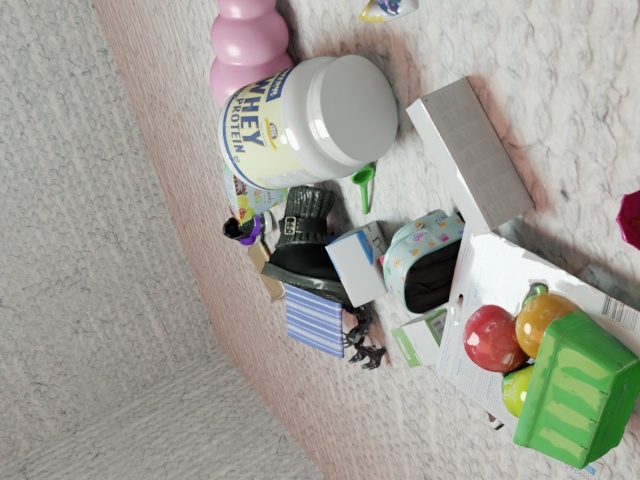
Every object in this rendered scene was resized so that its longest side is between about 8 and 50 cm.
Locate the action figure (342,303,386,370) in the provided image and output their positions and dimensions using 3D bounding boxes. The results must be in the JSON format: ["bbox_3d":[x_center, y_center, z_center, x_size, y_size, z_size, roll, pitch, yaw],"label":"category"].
[{"bbox_3d":[0.082,0.239,1.837,0.164,0.141,0.275,24,141,60],"label":"action figure"}]

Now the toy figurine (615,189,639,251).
[{"bbox_3d":[0.430,-0.024,0.776,0.159,0.130,0.173,51,136,50],"label":"toy figurine"}]

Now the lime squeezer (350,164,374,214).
[{"bbox_3d":[0.074,-0.176,1.461,0.110,0.059,0.310,27,140,56],"label":"lime squeezer"}]

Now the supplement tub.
[{"bbox_3d":[-0.030,-0.231,1.319,0.325,0.235,0.235,-5,112,49],"label":"supplement tub"}]

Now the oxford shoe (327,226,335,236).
[{"bbox_3d":[0.020,0.059,1.843,0.076,0.076,0.212,16,128,38],"label":"oxford shoe"}]

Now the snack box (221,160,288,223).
[{"bbox_3d":[-0.186,-0.171,1.905,0.070,0.174,0.207,45,153,31],"label":"snack box"}]

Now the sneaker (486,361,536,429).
[{"bbox_3d":[0.349,0.264,1.298,0.162,0.106,0.281,56,159,25],"label":"sneaker"}]

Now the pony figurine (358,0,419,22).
[{"bbox_3d":[0.071,-0.458,0.901,0.351,0.303,0.363,36,166,-24],"label":"pony figurine"}]

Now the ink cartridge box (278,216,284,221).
[{"bbox_3d":[-0.031,0.023,1.955,0.225,0.056,0.181,23,137,61],"label":"ink cartridge box"}]

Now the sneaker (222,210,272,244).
[{"bbox_3d":[-0.275,-0.043,2.279,0.293,0.146,0.102,149,110,-66],"label":"sneaker"}]

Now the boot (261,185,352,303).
[{"bbox_3d":[-0.004,-0.002,1.620,0.131,0.260,0.348,26,173,-41],"label":"boot"}]

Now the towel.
[{"bbox_3d":[-0.018,0.134,1.809,0.243,0.040,0.336,14,111,49],"label":"towel"}]

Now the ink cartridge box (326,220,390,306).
[{"bbox_3d":[0.103,0.046,1.483,0.148,0.086,0.203,63,-161,-2],"label":"ink cartridge box"}]

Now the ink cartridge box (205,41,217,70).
[{"bbox_3d":[-0.269,-0.492,1.870,0.135,0.056,0.099,58,158,10],"label":"ink cartridge box"}]

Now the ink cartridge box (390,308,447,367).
[{"bbox_3d":[0.250,0.233,1.543,0.109,0.062,0.209,61,159,5],"label":"ink cartridge box"}]

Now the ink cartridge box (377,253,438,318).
[{"bbox_3d":[0.207,0.076,1.383,0.150,0.109,0.063,60,158,7],"label":"ink cartridge box"}]

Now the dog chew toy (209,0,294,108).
[{"bbox_3d":[-0.158,-0.445,1.496,0.206,0.207,0.331,40,141,45],"label":"dog chew toy"}]

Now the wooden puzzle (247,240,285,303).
[{"bbox_3d":[-0.198,0.110,2.470,0.238,0.044,0.221,65,159,5],"label":"wooden puzzle"}]

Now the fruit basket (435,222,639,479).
[{"bbox_3d":[0.345,0.175,1.076,0.353,0.165,0.327,40,132,50],"label":"fruit basket"}]

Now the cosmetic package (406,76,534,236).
[{"bbox_3d":[0.241,-0.134,1.066,0.239,0.099,0.060,63,159,1],"label":"cosmetic package"}]

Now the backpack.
[{"bbox_3d":[0.207,0.042,1.234,0.144,0.188,0.166,42,152,42],"label":"backpack"}]
